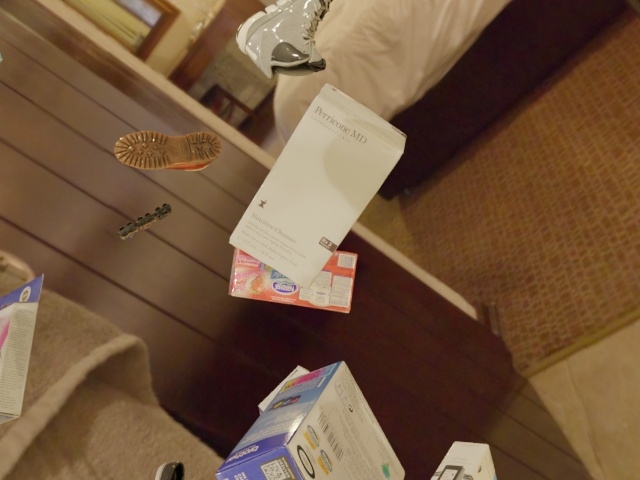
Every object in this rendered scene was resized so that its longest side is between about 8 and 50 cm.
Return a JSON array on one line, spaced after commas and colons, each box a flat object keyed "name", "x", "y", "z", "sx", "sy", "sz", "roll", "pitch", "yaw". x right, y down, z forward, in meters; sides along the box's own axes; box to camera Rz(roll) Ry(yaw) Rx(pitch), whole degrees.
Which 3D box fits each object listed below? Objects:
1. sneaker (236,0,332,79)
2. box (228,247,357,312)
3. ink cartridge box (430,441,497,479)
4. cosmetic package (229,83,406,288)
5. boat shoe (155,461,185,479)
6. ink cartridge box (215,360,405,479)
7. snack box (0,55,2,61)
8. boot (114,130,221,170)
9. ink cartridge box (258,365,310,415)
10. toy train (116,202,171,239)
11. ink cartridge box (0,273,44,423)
[{"name": "sneaker", "x": -0.009, "y": -0.332, "z": 1.018, "sx": 0.228, "sy": 0.132, "sz": 0.086, "roll": -37, "pitch": -14, "yaw": 9}, {"name": "box", "x": -0.073, "y": 0.088, "z": 1.654, "sx": 0.142, "sy": 0.300, "sz": 0.154, "roll": 161, "pitch": 117, "yaw": -78}, {"name": "ink cartridge box", "x": 0.202, "y": 0.394, "z": 0.961, "sx": 0.060, "sy": 0.104, "sz": 0.180, "roll": -6, "pitch": 18, "yaw": 36}, {"name": "cosmetic package", "x": -0.006, "y": -0.114, "z": 1.413, "sx": 0.385, "sy": 0.217, "sz": 0.156, "roll": -58, "pitch": 4, "yaw": 27}, {"name": "boat shoe", "x": -0.387, "y": 0.680, "z": 1.679, "sx": 0.076, "sy": 0.080, "sz": 0.228, "roll": -26, "pitch": 41, "yaw": 28}, {"name": "ink cartridge box", "x": -0.009, "y": 0.414, "z": 1.116, "sx": 0.151, "sy": 0.270, "sz": 0.395, "roll": -27, "pitch": 4, "yaw": 20}, {"name": "snack box", "x": -0.774, "y": -0.492, "z": 1.277, "sx": 0.060, "sy": 0.322, "sz": 0.187, "roll": -19, "pitch": 1, "yaw": 38}, {"name": "boot", "x": -0.240, "y": -0.131, "z": 1.018, "sx": 0.084, "sy": 0.158, "sz": 0.059, "roll": 156, "pitch": 110, "yaw": -68}, {"name": "ink cartridge box", "x": -0.105, "y": 0.475, "z": 1.707, "sx": 0.045, "sy": 0.223, "sz": 0.224, "roll": 23, "pitch": 44, "yaw": 29}, {"name": "toy train", "x": -0.458, "y": -0.048, "z": 1.705, "sx": 0.158, "sy": 0.027, "sz": 0.036, "roll": -33, "pitch": -27, "yaw": -24}, {"name": "ink cartridge box", "x": -0.759, "y": 0.261, "z": 1.463, "sx": 0.324, "sy": 0.071, "sz": 0.330, "roll": -24, "pitch": 56, "yaw": 31}]
